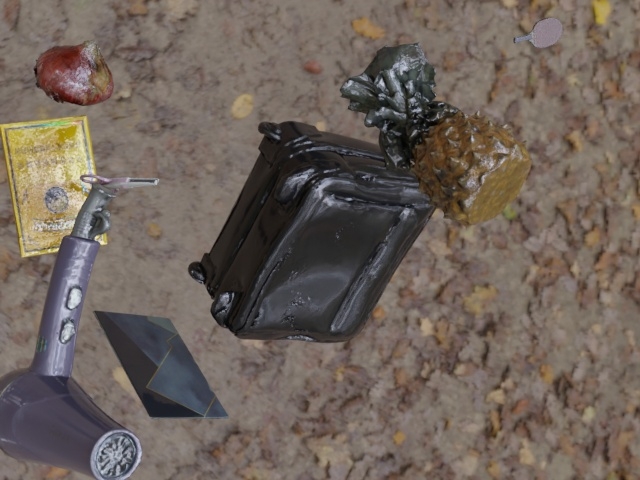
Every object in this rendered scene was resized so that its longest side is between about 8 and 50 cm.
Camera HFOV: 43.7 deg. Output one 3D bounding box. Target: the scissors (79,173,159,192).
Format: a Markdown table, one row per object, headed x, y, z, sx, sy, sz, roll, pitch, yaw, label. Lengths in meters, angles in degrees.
| x | y | z | sx | sy | sz | roll | pitch | yaw | label |
| --- | --- | --- | --- | --- | --- | --- | --- | --- | --- |
| -0.399 | -0.116 | 1.606 | 0.085 | 0.176 | 0.022 | 42 | 53 | -56 | scissors |

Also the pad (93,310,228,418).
| x | y | z | sx | sy | sz | roll | pitch | yaw | label |
| --- | --- | --- | --- | --- | --- | --- | --- | --- | --- |
| -0.264 | 0.204 | 1.321 | 0.163 | 0.243 | 0.004 | 13 | 119 | -48 | pad |

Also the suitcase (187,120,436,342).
| x | y | z | sx | sy | sz | roll | pitch | yaw | label |
| --- | --- | --- | --- | --- | --- | --- | --- | --- | --- |
| 0.000 | 0.000 | 1.310 | 0.339 | 0.188 | 0.345 | 7 | 122 | -39 | suitcase |

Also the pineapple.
| x | y | z | sx | sy | sz | roll | pitch | yaw | label |
| --- | --- | --- | --- | --- | --- | --- | --- | --- | --- |
| 0.115 | -0.119 | 0.853 | 0.119 | 0.237 | 0.111 | -25 | 143 | -25 | pineapple |

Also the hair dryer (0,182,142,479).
| x | y | z | sx | sy | sz | roll | pitch | yaw | label |
| --- | --- | --- | --- | --- | --- | --- | --- | --- | --- |
| -0.302 | 0.105 | 0.983 | 0.121 | 0.301 | 0.361 | 12 | 85 | -42 | hair dryer |

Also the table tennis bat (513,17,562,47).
| x | y | z | sx | sy | sz | roll | pitch | yaw | label |
| --- | --- | --- | --- | --- | --- | --- | --- | --- | --- |
| 0.361 | -0.342 | 1.326 | 0.083 | 0.007 | 0.050 | -13 | 125 | -2 | table tennis bat |

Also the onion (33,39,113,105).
| x | y | z | sx | sy | sz | roll | pitch | yaw | label |
| --- | --- | --- | --- | --- | --- | --- | --- | --- | --- |
| -0.556 | -0.391 | 1.823 | 0.184 | 0.184 | 0.147 | 13 | 116 | -32 | onion |

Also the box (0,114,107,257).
| x | y | z | sx | sy | sz | roll | pitch | yaw | label |
| --- | --- | --- | --- | --- | --- | --- | --- | --- | --- |
| -0.608 | -0.124 | 1.820 | 0.192 | 0.084 | 0.302 | -10 | 94 | -18 | box |
